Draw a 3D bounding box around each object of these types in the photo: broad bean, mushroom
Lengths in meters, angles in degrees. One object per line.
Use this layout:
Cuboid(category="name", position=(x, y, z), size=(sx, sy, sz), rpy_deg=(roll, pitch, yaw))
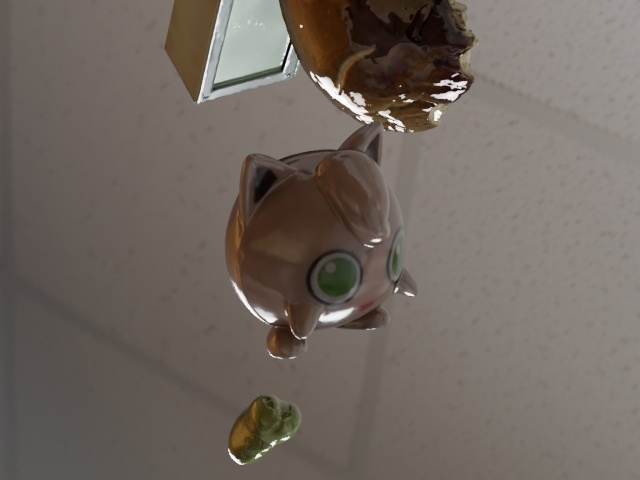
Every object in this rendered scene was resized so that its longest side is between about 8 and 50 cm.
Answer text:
Cuboid(category="broad bean", position=(-0.052, 0.164, 1.354), size=(0.045, 0.063, 0.083), rpy_deg=(29, -42, -20))
Cuboid(category="mushroom", position=(0.114, -0.197, 1.332), size=(0.233, 0.302, 0.208), rpy_deg=(133, -39, -62))

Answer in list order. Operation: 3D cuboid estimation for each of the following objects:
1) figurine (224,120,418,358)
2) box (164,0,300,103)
Cuboid(category="figurine", position=(0.000, 0.000, 0.975), size=(0.125, 0.125, 0.138), rpy_deg=(14, -68, 33))
Cuboid(category="box", position=(-0.073, -0.256, 1.608), size=(0.086, 0.129, 0.225), rpy_deg=(60, -27, 25))
